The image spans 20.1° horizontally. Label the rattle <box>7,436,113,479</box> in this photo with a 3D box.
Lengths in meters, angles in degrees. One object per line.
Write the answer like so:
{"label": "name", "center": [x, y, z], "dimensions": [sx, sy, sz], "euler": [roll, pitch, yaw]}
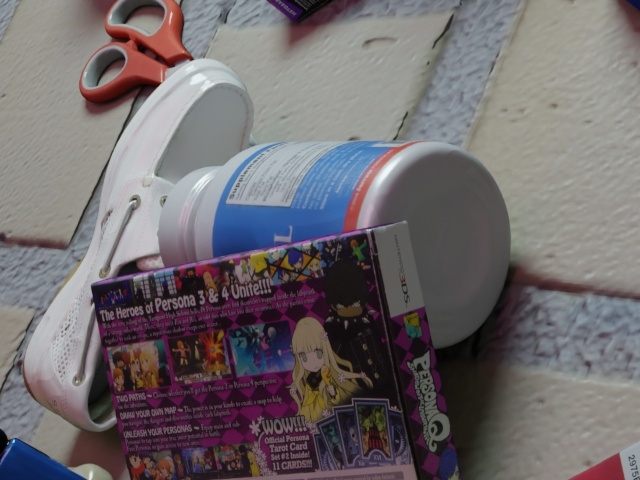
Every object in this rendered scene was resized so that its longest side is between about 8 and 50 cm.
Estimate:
{"label": "rattle", "center": [-0.219, 0.224, 1.194], "dimensions": [0.130, 0.143, 0.200], "euler": [-3, 54, 31]}

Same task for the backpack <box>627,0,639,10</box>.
{"label": "backpack", "center": [0.197, -0.199, 1.086], "dimensions": [0.098, 0.101, 0.120], "euler": [-43, 35, 5]}

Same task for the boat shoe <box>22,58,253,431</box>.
{"label": "boat shoe", "center": [-0.109, 0.009, 1.272], "dimensions": [0.096, 0.098, 0.277], "euler": [27, 93, 52]}

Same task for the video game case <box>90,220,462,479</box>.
{"label": "video game case", "center": [-0.026, 0.109, 1.048], "dimensions": [0.232, 0.041, 0.210], "euler": [-12, 92, 42]}

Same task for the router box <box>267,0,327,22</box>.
{"label": "router box", "center": [0.013, -0.271, 1.386], "dimensions": [0.133, 0.046, 0.179], "euler": [-29, 44, 31]}

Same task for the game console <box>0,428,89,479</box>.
{"label": "game console", "center": [-0.264, 0.253, 1.165], "dimensions": [0.250, 0.173, 0.293], "euler": [24, 80, 46]}

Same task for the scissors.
{"label": "scissors", "center": [-0.108, -0.142, 1.440], "dimensions": [0.297, 0.021, 0.109], "euler": [20, 77, 54]}

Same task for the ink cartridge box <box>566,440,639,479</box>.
{"label": "ink cartridge box", "center": [0.207, 0.139, 0.838], "dimensions": [0.175, 0.072, 0.127], "euler": [-34, 41, 26]}

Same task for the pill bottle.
{"label": "pill bottle", "center": [0.000, 0.000, 1.130], "dimensions": [0.221, 0.124, 0.124], "euler": [2, 64, 49]}
